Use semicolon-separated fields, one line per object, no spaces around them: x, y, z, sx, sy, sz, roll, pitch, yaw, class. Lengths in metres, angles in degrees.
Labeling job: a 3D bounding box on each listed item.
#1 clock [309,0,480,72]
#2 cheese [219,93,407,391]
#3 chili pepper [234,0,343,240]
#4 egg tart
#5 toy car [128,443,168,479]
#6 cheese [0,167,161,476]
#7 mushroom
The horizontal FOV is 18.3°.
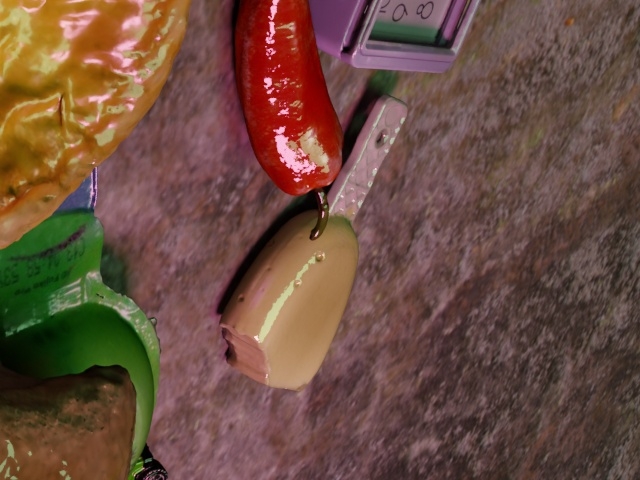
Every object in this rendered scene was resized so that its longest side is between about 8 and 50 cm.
0.068;-0.223;1.451;0.145;0.073;0.193;-4;121;-55;clock
0.000;0.000;1.580;0.127;0.050;0.255;15;103;-57;cheese
-0.024;-0.108;1.427;0.071;0.063;0.272;-23;131;-14;chili pepper
-0.207;-0.134;1.075;0.319;0.128;0.319;-30;137;-33;egg tart
-0.166;0.212;1.512;0.062;0.071;0.165;-10;127;-33;toy car
-0.187;0.084;1.345;0.204;0.083;0.320;-23;127;-37;cheese
-0.227;0.172;1.212;0.212;0.217;0.292;-128;-125;-76;mushroom
